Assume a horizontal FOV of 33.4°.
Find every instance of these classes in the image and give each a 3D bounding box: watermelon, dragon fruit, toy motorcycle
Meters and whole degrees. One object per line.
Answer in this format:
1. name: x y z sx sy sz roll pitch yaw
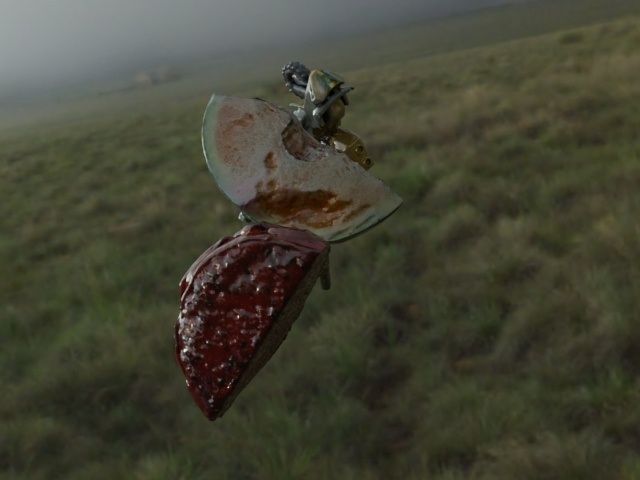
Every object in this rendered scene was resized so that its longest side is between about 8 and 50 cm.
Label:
1. watermelon: -0.053 -0.078 1.640 0.175 0.322 0.188 -48 -11 -11
2. dragon fruit: -0.106 0.077 1.543 0.152 0.317 0.205 35 19 9
3. toy motorcycle: 0.018 -0.206 1.812 0.094 0.229 0.130 -43 23 -26

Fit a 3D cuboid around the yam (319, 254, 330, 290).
1. yam: 0.000 -0.001 2.107 0.027 0.234 0.029 13 37 31
